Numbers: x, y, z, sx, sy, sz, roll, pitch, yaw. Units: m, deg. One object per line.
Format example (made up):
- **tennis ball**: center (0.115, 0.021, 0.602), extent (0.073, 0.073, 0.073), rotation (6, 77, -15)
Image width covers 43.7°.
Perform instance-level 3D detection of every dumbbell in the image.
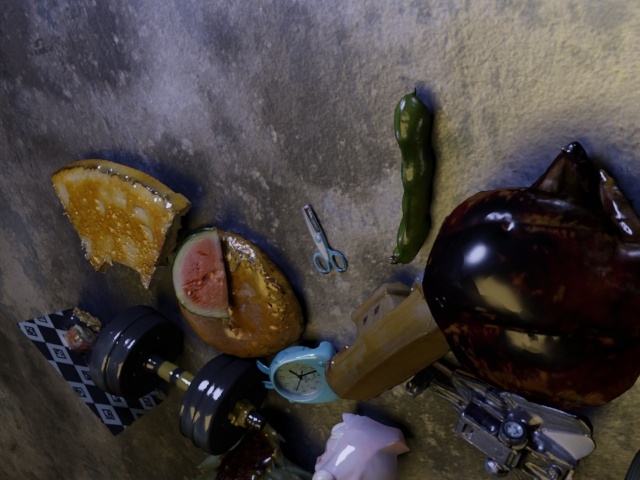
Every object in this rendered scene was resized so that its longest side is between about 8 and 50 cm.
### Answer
- **dumbbell**: center (-0.262, 0.253, 1.476), extent (0.388, 0.185, 0.185), rotation (24, 132, 24)

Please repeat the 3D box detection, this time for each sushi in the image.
- **sushi**: center (-0.440, 0.238, 1.614), extent (0.050, 0.264, 0.290), rotation (-45, 85, 9)

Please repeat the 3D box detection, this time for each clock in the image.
- **clock**: center (-0.039, 0.225, 1.342), extent (0.147, 0.045, 0.108), rotation (-6, 120, 15)

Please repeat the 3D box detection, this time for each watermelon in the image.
- **watermelon**: center (-0.203, 0.051, 1.301), extent (0.069, 0.087, 0.163), rotation (-132, 34, -63)

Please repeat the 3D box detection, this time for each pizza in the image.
- **pizza**: center (-0.340, -0.035, 1.404), extent (0.324, 0.089, 0.223), rotation (15, 122, 33)

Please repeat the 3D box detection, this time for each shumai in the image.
- **shumai**: center (-0.076, 0.471, 1.502), extent (0.330, 0.292, 0.288), rotation (-8, 76, 31)

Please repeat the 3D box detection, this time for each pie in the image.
- **pie**: center (-0.148, 0.091, 1.356), extent (0.274, 0.069, 0.273), rotation (16, 124, 25)

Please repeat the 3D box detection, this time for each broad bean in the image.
- **broad bean**: center (0.119, -0.073, 1.036), extent (0.053, 0.052, 0.256), rotation (5, 125, 9)

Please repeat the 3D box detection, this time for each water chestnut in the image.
- **water chestnut**: center (0.250, 0.045, 0.890), extent (0.289, 0.244, 0.289), rotation (50, 165, 19)

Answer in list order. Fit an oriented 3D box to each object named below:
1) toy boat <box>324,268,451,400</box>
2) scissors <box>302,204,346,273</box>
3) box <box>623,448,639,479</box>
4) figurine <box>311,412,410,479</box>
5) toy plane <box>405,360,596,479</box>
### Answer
- **toy boat**: center (0.096, 0.135, 1.152), extent (0.321, 0.089, 0.121), rotation (-47, 44, 47)
- **scissors**: center (0.000, 0.000, 1.210), extent (0.058, 0.014, 0.119), rotation (-6, 119, 36)
- **box**: center (0.447, 0.381, 0.971), extent (0.149, 0.226, 0.226), rotation (11, 125, 33)
- **figurine**: center (0.037, 0.418, 1.331), extent (0.133, 0.200, 0.275), rotation (29, 92, 19)
- **toy plane**: center (0.224, 0.245, 1.141), extent (0.316, 0.103, 0.204), rotation (28, 134, 20)
